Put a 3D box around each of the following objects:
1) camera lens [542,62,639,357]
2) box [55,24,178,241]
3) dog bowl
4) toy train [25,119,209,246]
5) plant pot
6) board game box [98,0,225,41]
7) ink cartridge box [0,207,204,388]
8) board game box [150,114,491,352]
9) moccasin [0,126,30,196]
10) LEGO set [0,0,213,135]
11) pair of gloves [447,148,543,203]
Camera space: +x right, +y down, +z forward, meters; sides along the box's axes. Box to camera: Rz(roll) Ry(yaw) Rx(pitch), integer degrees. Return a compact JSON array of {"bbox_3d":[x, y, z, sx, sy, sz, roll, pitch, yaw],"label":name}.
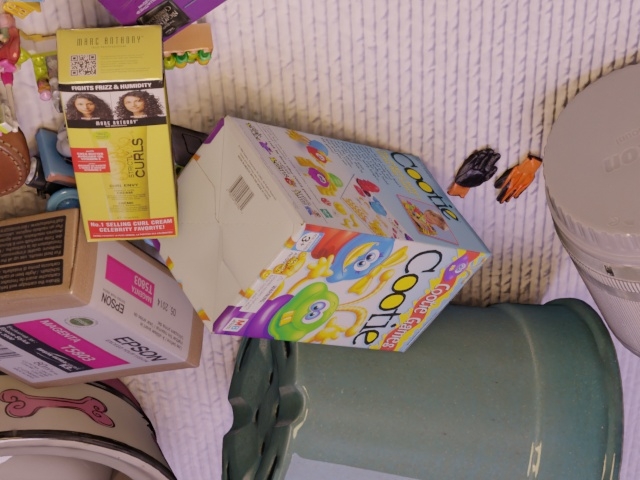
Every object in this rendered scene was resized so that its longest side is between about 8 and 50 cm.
[{"bbox_3d":[0.350,-0.018,1.810,0.219,0.219,0.274,-24,141,11],"label":"camera lens"},{"bbox_3d":[-0.165,-0.084,1.531,0.087,0.058,0.232,-2,149,-3],"label":"box"},{"bbox_3d":[-0.351,0.270,1.993,0.408,0.150,0.408,-9,141,-7],"label":"dog bowl"},{"bbox_3d":[-0.178,-0.062,1.701,0.184,0.080,0.105,15,125,-31],"label":"toy train"},{"bbox_3d":[0.089,0.201,1.938,0.334,0.341,0.341,10,136,-16],"label":"plant pot"},{"bbox_3d":[-0.037,-0.293,1.400,0.347,0.056,0.208,-33,157,7],"label":"board game box"},{"bbox_3d":[-0.248,0.060,1.749,0.193,0.088,0.235,-8,156,25],"label":"ink cartridge box"},{"bbox_3d":[0.000,0.000,1.712,0.275,0.144,0.142,9,128,-49],"label":"board game box"},{"bbox_3d":[-0.437,-0.032,1.589,0.380,0.147,0.139,-9,142,-8],"label":"moccasin"},{"bbox_3d":[-0.223,-0.149,1.548,0.287,0.107,0.132,16,133,-33],"label":"LEGO set"},{"bbox_3d":[0.176,-0.065,1.863,0.083,0.010,0.074,10,137,-24],"label":"pair of gloves"}]
